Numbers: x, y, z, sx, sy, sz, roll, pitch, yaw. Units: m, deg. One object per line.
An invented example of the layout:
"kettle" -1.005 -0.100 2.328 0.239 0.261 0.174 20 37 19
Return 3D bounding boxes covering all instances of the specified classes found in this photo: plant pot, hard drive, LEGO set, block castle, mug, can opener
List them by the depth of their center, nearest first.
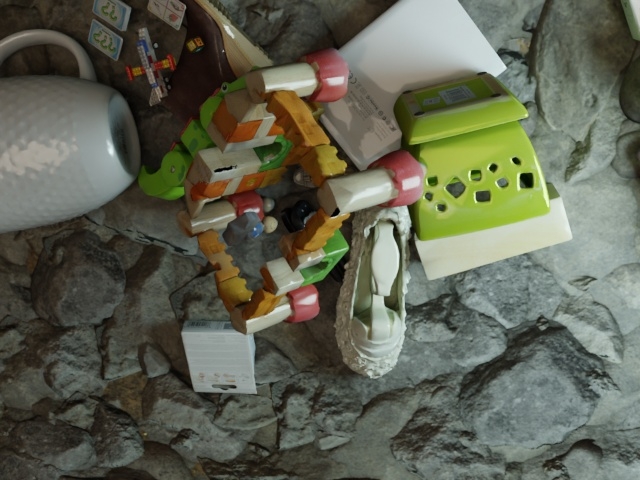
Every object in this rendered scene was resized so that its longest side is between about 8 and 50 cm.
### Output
"block castle" -0.043 -0.071 1.299 0.303 0.213 0.453 58 140 18
"plant pot" 0.243 -0.154 1.312 0.227 0.228 0.207 -13 115 5
"LEGO set" -0.321 -0.365 1.368 0.244 0.060 0.182 36 126 12
"hard drive" 0.141 -0.296 1.395 0.319 0.040 0.210 -36 102 17
"mug" -0.518 -0.210 1.412 0.328 0.276 0.374 -9 77 5
"can opener" 0.000 0.000 1.517 0.059 0.073 0.186 -45 105 -20

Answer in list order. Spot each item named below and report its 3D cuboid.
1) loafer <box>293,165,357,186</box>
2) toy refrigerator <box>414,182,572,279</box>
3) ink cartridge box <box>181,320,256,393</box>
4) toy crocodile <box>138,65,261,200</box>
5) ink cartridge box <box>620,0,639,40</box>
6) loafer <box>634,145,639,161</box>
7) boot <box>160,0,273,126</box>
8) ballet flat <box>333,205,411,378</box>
"loafer" 0.008 -0.122 1.473 0.125 0.039 0.045 -2 110 8
"toy refrigerator" 0.318 -0.013 1.440 0.270 0.102 0.094 -17 106 12
"ink cartridge box" -0.209 0.249 1.643 0.146 0.045 0.179 0 128 6
"toy crocodile" -0.202 -0.188 1.394 0.340 0.115 0.105 -45 68 27
"ink cartridge box" 0.552 -0.445 1.276 0.115 0.067 0.198 -20 107 13
"loafer" 0.661 -0.053 1.395 0.095 0.109 0.302 -18 101 33
"boot" -0.233 -0.330 1.401 0.207 0.090 0.248 -41 105 16
"ballet flat" 0.104 0.103 1.485 0.147 0.147 0.408 3 109 6
